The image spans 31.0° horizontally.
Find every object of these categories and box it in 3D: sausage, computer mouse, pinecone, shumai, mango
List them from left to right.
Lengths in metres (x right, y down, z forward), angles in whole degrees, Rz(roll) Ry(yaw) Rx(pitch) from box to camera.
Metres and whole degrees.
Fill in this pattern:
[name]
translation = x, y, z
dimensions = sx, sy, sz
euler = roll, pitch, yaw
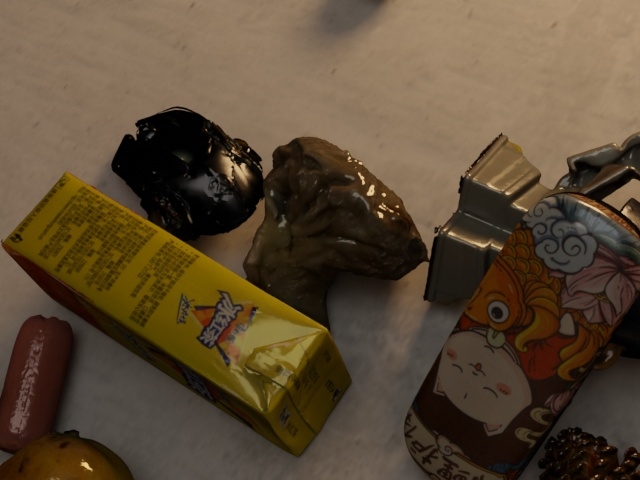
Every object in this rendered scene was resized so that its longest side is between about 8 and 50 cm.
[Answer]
[mango]
translation = -0.296, 0.301, 1.127
dimensions = 0.262, 0.130, 0.167
euler = -35, 67, 0
[sausage]
translation = -0.307, 0.153, 1.237
dimensions = 0.062, 0.062, 0.154
euler = 2, 64, 13
[computer mouse]
translation = -0.153, -0.087, 1.297
dimensions = 0.146, 0.077, 0.242
euler = -40, 46, -19
[shumai]
translation = 0.000, 0.000, 1.204
dimensions = 0.175, 0.166, 0.206
euler = -50, 39, -4
[pinecone]
translation = 0.252, 0.222, 1.068
dimensions = 0.102, 0.102, 0.109
euler = -37, 62, -8

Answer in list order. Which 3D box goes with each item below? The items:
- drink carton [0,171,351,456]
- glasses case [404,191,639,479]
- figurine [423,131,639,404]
[drink carton]
translation = -0.147, 0.074, 1.191
dimensions = 0.351, 0.154, 0.111
euler = 30, 73, 23
[glasses case]
translation = 0.184, 0.103, 1.064
dimensions = 0.122, 0.082, 0.321
euler = 35, 116, 18
[figurine]
translation = 0.255, 0.027, 1.140
dimensions = 0.309, 0.143, 0.308
euler = 3, 96, 29
